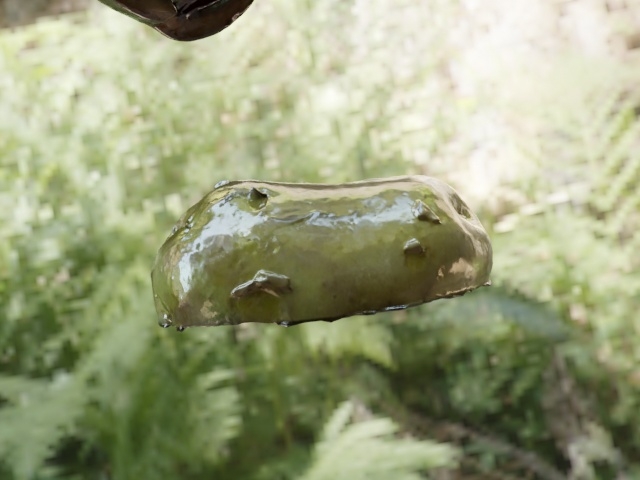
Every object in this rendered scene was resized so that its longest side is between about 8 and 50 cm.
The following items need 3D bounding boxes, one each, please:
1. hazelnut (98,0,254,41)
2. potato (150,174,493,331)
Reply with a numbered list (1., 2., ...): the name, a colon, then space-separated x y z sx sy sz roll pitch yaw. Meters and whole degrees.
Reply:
1. hazelnut: -0.122 -0.256 1.506 0.202 0.170 0.160 29 0 -32
2. potato: 0.000 0.000 1.102 0.200 0.081 0.164 -6 4 -17
